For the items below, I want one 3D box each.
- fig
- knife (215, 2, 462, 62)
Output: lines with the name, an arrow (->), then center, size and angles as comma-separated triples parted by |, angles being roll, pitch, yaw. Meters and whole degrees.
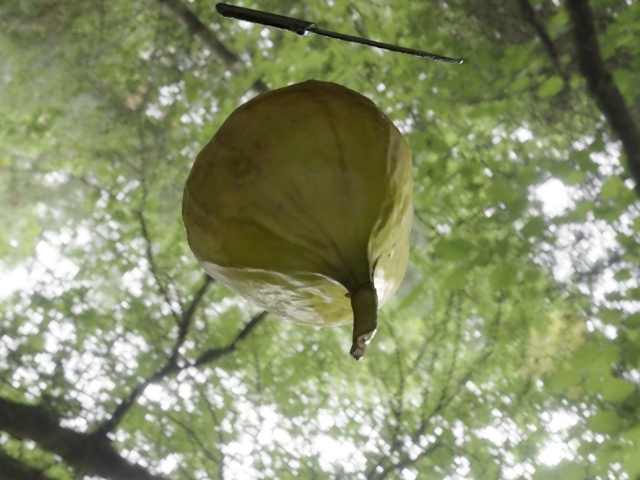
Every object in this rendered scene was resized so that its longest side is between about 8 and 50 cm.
fig -> 0.000, 0.000, 0.726 | 0.159, 0.159, 0.257 | -39, -154, 9
knife -> 0.011, -0.137, 0.787 | 0.170, 0.010, 0.023 | 13, -160, 6
